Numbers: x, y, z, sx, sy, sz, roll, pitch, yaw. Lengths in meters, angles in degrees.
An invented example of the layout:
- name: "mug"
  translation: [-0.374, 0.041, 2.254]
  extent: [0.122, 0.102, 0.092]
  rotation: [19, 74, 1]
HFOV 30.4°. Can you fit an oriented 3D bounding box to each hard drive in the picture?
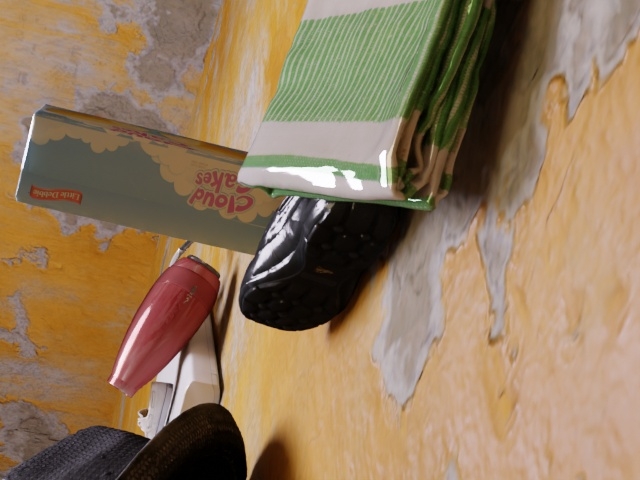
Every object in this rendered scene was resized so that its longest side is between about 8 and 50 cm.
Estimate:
- name: "hard drive"
  translation: [-0.187, 0.224, 1.555]
  extent: [0.353, 0.047, 0.233]
  rotation: [-117, 41, -72]

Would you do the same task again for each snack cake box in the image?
- name: "snack cake box"
  translation: [-0.160, -0.061, 1.179]
  extent: [0.152, 0.264, 0.089]
  rotation: [-137, 61, -77]

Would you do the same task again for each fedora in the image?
- name: "fedora"
  translation: [-0.201, 0.268, 0.982]
  extent: [0.334, 0.152, 0.334]
  rotation: [-53, -26, -39]

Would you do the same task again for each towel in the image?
- name: "towel"
  translation: [0.046, -0.180, 0.711]
  extent: [0.248, 0.038, 0.325]
  rotation: [9, 81, 66]

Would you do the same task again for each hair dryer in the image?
- name: "hair dryer"
  translation: [-0.192, 0.095, 1.530]
  extent: [0.224, 0.080, 0.293]
  rotation: [-55, 4, 38]

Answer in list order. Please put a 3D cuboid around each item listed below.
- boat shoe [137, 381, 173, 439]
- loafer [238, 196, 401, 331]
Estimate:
- name: "boat shoe"
  translation: [-0.211, 0.221, 1.466]
  extent: [0.035, 0.035, 0.100]
  rotation: [-113, 37, -70]
- name: "loafer"
  translation: [0.000, 0.000, 0.838]
  extent: [0.223, 0.076, 0.078]
  rotation: [129, 157, -55]
